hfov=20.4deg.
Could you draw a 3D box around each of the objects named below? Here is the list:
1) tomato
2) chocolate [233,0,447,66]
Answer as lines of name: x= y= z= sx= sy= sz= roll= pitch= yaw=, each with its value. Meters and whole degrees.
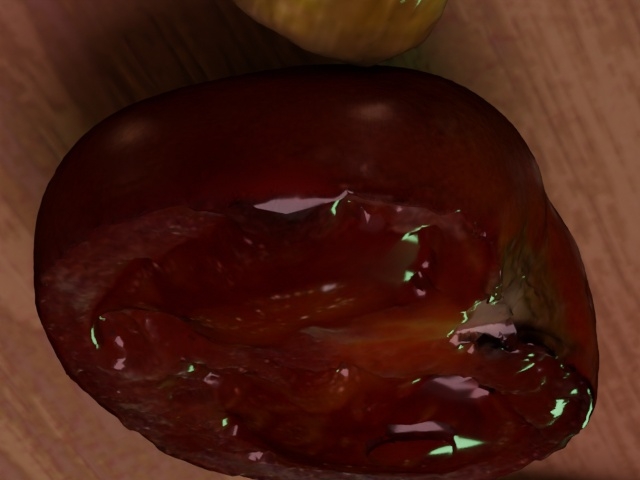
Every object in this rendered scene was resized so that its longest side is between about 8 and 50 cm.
tomato: x=0.000 y=0.000 z=0.707 sx=0.200 sy=0.139 sz=0.233 roll=-10 pitch=142 yaw=20
chocolate: x=0.067 y=-0.251 z=0.532 sx=0.162 sy=0.162 sz=0.445 roll=12 pitch=130 yaw=-19
